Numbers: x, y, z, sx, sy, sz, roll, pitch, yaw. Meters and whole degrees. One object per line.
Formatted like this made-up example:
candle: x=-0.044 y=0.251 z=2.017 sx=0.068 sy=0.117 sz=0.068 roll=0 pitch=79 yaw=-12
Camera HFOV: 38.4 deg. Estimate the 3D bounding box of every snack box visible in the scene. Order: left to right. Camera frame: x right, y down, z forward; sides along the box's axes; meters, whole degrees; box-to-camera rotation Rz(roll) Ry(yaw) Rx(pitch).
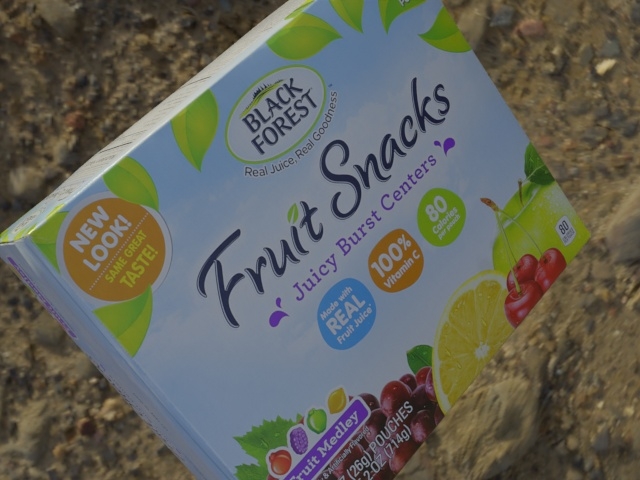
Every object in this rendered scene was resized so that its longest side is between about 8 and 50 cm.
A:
snack box: x=0.000 y=0.000 z=0.398 sx=0.174 sy=0.207 sz=0.070 roll=54 pitch=153 yaw=-16
